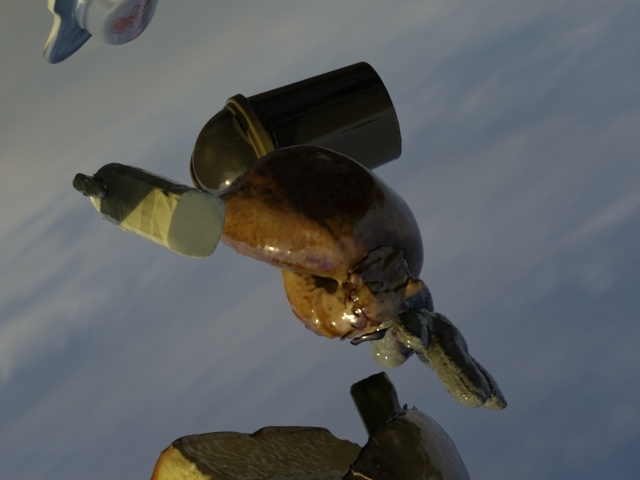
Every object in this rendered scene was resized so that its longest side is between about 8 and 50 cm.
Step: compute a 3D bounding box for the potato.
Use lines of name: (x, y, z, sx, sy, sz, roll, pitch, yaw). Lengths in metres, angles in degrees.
potato: (0.094, 0.210, 1.050, 0.100, 0.120, 0.261, 21, -170, 22)

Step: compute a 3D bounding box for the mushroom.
mushroom: (0.011, -0.004, 1.583, 0.195, 0.283, 0.263, -48, 152, 14)

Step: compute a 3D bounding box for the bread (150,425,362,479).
bread: (-0.098, 0.415, 1.643, 0.143, 0.333, 0.323, 27, -166, 39)

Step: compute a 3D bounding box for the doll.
doll: (0.170, 0.190, 2.214, 0.158, 0.340, 0.246, -43, 153, 12)

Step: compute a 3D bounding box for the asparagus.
asparagus: (0.117, 0.312, 1.755, 0.067, 0.278, 0.060, -21, 160, -17)

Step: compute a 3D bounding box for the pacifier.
pacifier: (-0.274, -0.338, 1.423, 0.238, 0.225, 0.287, -59, -175, -19)

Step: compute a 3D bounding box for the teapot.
teapot: (-0.205, -0.041, 1.449, 0.200, 0.107, 0.077, 20, -83, 51)

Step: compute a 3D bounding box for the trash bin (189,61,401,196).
trash bin: (-0.051, -0.154, 2.055, 0.333, 0.214, 0.214, -21, -164, -10)
